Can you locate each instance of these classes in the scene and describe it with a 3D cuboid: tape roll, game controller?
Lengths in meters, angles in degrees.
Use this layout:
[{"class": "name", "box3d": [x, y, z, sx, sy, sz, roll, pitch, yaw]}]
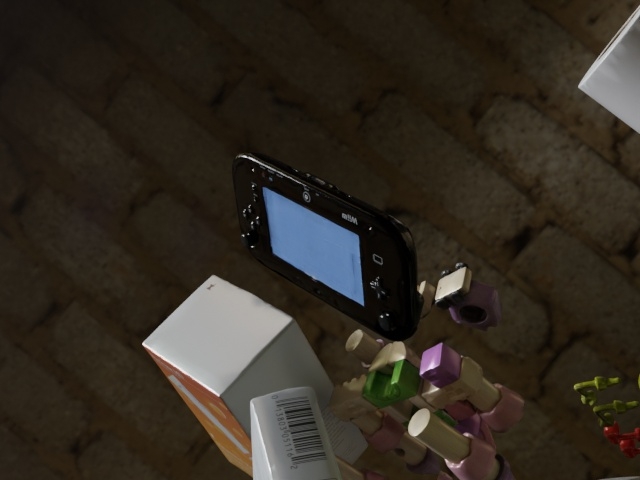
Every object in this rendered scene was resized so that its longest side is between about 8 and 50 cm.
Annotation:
[{"class": "tape roll", "box3d": [0.612, -0.328, 1.827, 0.169, 0.246, 0.246, 38, -177, 5]}, {"class": "game controller", "box3d": [0.000, 0.000, 1.214, 0.319, 0.067, 0.166, 28, 144, 42]}]

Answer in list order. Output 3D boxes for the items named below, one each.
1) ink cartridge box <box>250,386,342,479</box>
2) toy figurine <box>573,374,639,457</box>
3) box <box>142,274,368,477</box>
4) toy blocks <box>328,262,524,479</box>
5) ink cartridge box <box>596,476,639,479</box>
[{"class": "ink cartridge box", "box3d": [-0.013, 0.427, 1.258, 0.308, 0.091, 0.385, -113, 17, -51]}, {"class": "toy figurine", "box3d": [0.511, 0.186, 1.456, 0.362, 0.191, 0.217, 44, -136, -37]}, {"class": "box", "box3d": [-0.099, 0.255, 1.640, 0.215, 0.168, 0.345, 24, 151, 44]}, {"class": "toy blocks", "box3d": [0.190, 0.262, 1.526, 0.260, 0.288, 0.309, 37, -132, -21]}, {"class": "ink cartridge box", "box3d": [0.538, 0.520, 1.839, 0.218, 0.092, 0.159, 16, -116, -60]}]
